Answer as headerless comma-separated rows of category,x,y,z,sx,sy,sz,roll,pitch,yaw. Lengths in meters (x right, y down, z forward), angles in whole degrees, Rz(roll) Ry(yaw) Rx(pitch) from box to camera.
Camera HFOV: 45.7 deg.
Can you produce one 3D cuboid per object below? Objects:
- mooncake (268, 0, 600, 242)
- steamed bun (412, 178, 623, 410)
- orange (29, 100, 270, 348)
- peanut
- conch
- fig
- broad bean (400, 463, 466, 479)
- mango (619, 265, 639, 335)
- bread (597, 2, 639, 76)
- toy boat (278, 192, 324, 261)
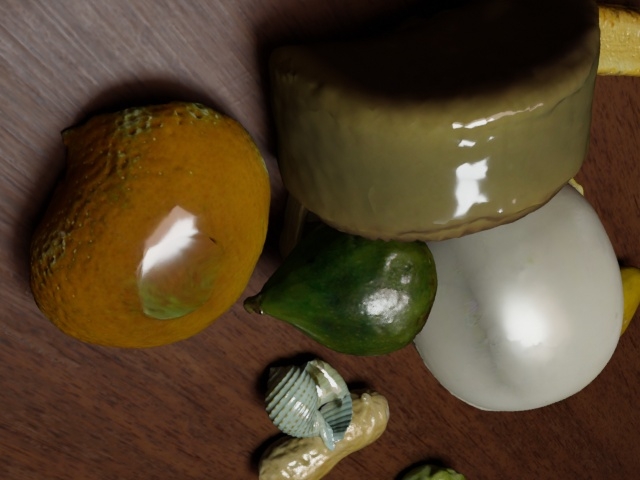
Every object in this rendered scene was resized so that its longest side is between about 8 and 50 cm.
mooncake,0.136,-0.177,0.952,0.394,0.393,0.246,2,130,15
steamed bun,0.275,0.069,1.135,0.334,0.334,0.373,-23,104,-17
orange,-0.188,-0.002,0.920,0.263,0.196,0.334,23,100,-55
peanut,0.003,0.346,1.321,0.263,0.101,0.117,-37,113,0
conch,-0.025,0.259,1.236,0.135,0.102,0.153,-47,118,-29
fig,0.027,0.067,0.994,0.245,0.195,0.195,-14,127,-23
broad bean,0.218,0.591,1.614,0.238,0.119,0.291,-26,134,-27
mango,0.581,0.130,1.538,0.195,0.098,0.137,-47,131,-5
bread,0.426,-0.301,1.142,0.211,0.083,0.113,-4,117,-30
toy boat,0.000,0.000,1.100,0.116,0.061,0.188,-9,125,-29
